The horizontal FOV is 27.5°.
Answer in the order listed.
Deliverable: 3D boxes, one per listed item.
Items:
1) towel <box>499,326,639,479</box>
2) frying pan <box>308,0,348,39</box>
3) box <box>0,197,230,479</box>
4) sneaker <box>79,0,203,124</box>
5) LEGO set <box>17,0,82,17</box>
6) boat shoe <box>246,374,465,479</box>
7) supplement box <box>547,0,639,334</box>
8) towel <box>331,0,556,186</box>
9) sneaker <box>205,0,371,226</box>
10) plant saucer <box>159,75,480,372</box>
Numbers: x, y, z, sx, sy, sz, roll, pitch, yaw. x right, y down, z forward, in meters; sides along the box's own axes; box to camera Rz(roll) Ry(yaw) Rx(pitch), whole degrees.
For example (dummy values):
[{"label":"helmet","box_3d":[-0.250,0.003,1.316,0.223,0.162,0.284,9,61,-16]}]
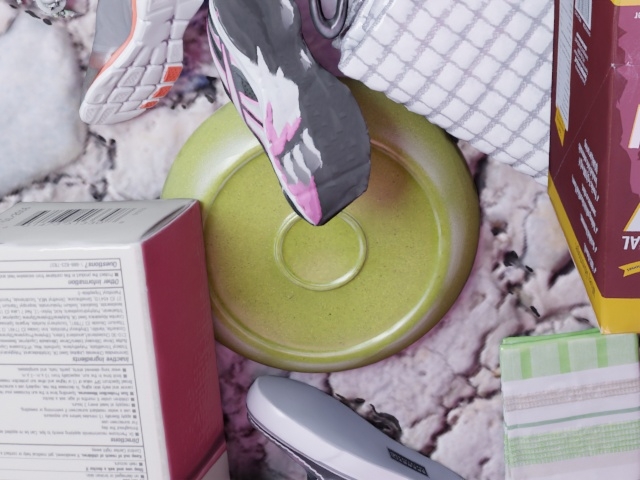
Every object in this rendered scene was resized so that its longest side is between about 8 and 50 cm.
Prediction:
[{"label":"towel","box_3d":[0.199,0.140,1.038,0.113,0.023,0.152,-7,111,-2]},{"label":"frying pan","box_3d":[-0.023,-0.307,0.794,0.197,0.053,0.326,21,101,-3]},{"label":"box","box_3d":[-0.158,0.096,0.911,0.149,0.127,0.232,-1,105,14]},{"label":"sneaker","box_3d":[-0.126,-0.146,0.885,0.061,0.065,0.158,-3,140,-42]},{"label":"LEGO set","box_3d":[-0.193,-0.180,0.877,0.083,0.023,0.054,29,109,-14]},{"label":"boat shoe","box_3d":[0.027,0.187,1.023,0.229,0.080,0.076,30,107,-22]},{"label":"supplement box","box_3d":[0.205,-0.078,0.719,0.129,0.191,0.194,-2,114,2]},{"label":"towel","box_3d":[0.173,-0.185,0.843,0.235,0.121,0.283,29,111,-12]},{"label":"sneaker","box_3d":[-0.025,-0.094,0.879,0.072,0.077,0.178,-20,87,-20]},{"label":"plant saucer","box_3d":[0.000,0.000,0.957,0.241,0.037,0.240,-1,114,-3]}]
